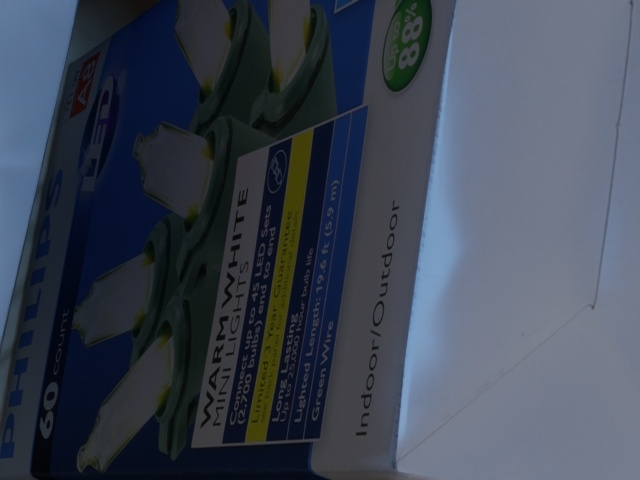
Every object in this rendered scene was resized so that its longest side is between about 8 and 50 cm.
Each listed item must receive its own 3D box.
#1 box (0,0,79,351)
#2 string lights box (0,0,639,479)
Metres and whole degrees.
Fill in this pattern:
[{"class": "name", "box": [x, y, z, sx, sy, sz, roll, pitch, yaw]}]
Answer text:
[{"class": "box", "box": [-0.147, -0.022, 0.436, 0.130, 0.170, 0.091, 16, 77, -23]}, {"class": "string lights box", "box": [0.000, 0.000, 0.450, 0.076, 0.259, 0.133, 14, 77, -23]}]
